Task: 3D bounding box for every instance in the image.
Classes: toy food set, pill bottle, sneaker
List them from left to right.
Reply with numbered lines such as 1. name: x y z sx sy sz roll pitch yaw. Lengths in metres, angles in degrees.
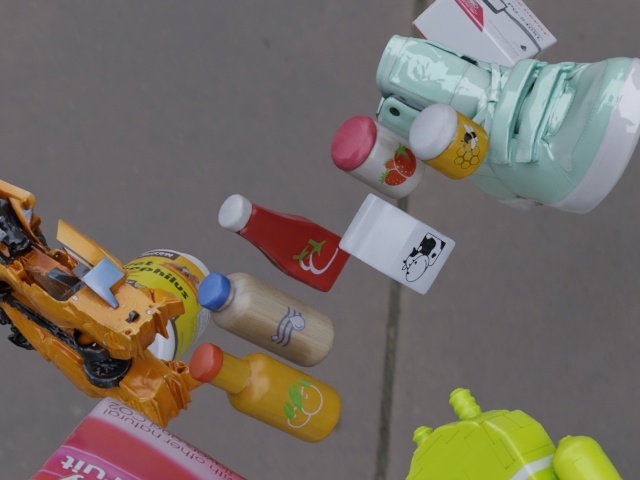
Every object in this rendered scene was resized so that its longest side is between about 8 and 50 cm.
1. pill bottle: -0.187 0.079 1.780 0.117 0.215 0.117 3 105 12
2. toy food set: 0.000 0.000 1.035 0.232 0.104 0.111 -59 35 4
3. sneaker: 0.112 -0.085 1.058 0.151 0.256 0.094 26 78 -10

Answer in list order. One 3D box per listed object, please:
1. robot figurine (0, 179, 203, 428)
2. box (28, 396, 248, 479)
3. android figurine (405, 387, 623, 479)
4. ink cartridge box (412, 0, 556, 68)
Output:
1. robot figurine: -0.239 0.048 1.479 0.291 0.211 0.085 33 59 30
2. box: 0.012 0.165 0.381 0.257 0.128 0.122 32 104 1
3. android figurine: 0.161 0.250 1.311 0.056 0.248 0.273 -11 58 -39
4. ink cartridge box: 0.181 -0.226 1.761 0.109 0.150 0.063 49 121 4
